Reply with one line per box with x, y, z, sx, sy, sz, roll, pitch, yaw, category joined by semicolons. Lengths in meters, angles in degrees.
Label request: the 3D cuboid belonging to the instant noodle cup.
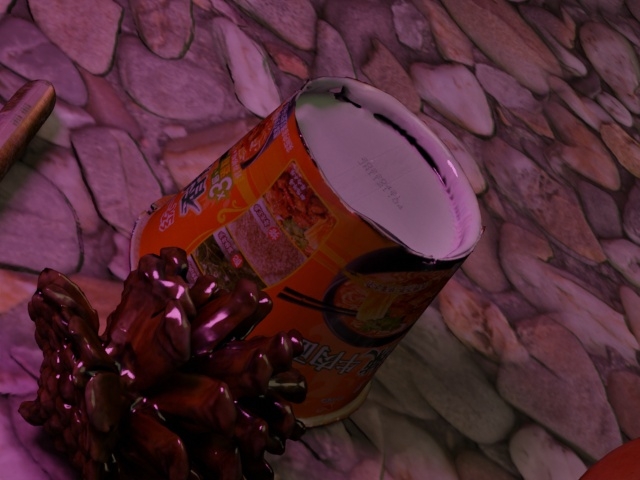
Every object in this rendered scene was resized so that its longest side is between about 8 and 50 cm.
0.000;0.000;1.104;0.230;0.182;0.230;29;35;-23;instant noodle cup

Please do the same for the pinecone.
-0.095;0.091;0.928;0.195;0.150;0.179;18;34;-39;pinecone

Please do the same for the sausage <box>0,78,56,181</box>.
-0.239;-0.051;1.037;0.033;0.033;0.269;37;33;-11;sausage

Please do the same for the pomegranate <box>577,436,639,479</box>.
0.299;0.254;1.099;0.252;0.229;0.270;47;27;3;pomegranate
